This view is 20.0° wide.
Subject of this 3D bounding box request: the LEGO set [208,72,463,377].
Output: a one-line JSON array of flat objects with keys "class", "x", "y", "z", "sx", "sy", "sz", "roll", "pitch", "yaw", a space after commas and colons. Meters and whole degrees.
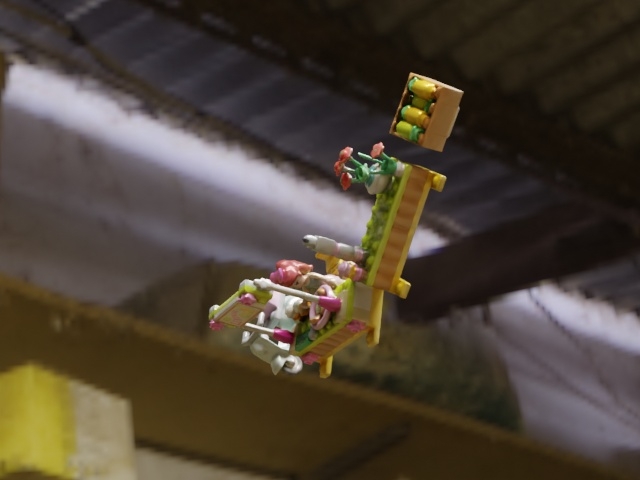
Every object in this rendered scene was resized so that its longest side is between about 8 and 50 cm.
[{"class": "LEGO set", "x": 0.000, "y": 0.000, "z": 1.339, "sx": 0.107, "sy": 0.132, "sz": 0.287, "roll": 16, "pitch": -49, "yaw": -20}]
